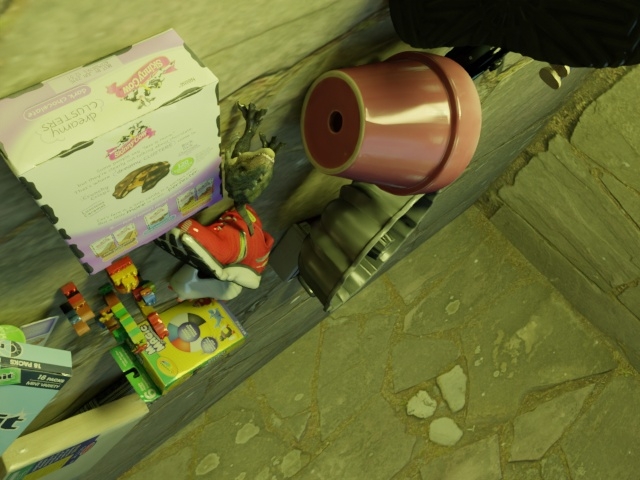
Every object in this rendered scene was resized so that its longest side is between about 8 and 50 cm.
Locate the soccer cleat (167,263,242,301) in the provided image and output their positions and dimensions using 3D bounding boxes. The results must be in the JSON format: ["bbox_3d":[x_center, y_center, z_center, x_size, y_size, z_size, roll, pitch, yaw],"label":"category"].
[{"bbox_3d":[-0.187,0.068,0.863,0.076,0.068,0.196,-47,162,14],"label":"soccer cleat"}]

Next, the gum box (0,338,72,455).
[{"bbox_3d":[-0.405,0.182,0.541,0.184,0.041,0.157,-45,136,16],"label":"gum box"}]

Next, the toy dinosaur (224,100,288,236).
[{"bbox_3d":[-0.082,-0.086,0.576,0.268,0.064,0.118,125,-20,-78],"label":"toy dinosaur"}]

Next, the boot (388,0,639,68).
[{"bbox_3d":[0.277,-0.293,0.526,0.260,0.348,0.131,-28,128,-30],"label":"boot"}]

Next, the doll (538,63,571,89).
[{"bbox_3d":[0.418,-0.307,0.708,0.189,0.046,0.129,-39,167,-1],"label":"doll"}]

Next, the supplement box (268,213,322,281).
[{"bbox_3d":[0.000,0.000,1.125,0.239,0.073,0.130,-22,157,-50],"label":"supplement box"}]

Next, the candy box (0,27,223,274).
[{"bbox_3d":[-0.178,-0.070,0.444,0.165,0.070,0.196,-34,165,-23],"label":"candy box"}]

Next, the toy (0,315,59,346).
[{"bbox_3d":[-0.428,0.194,0.626,0.137,0.056,0.237,-19,154,-51],"label":"toy"}]

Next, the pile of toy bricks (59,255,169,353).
[{"bbox_3d":[-0.276,0.115,0.683,0.118,0.105,0.212,-34,165,-25],"label":"pile of toy bricks"}]

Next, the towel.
[{"bbox_3d":[-0.427,0.369,1.173,0.312,0.056,0.324,-36,166,-18],"label":"towel"}]

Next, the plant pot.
[{"bbox_3d":[0.081,-0.157,0.654,0.180,0.201,0.201,-9,149,-37],"label":"plant pot"}]

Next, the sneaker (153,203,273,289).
[{"bbox_3d":[-0.147,-0.008,0.719,0.118,0.107,0.279,-63,165,-4],"label":"sneaker"}]

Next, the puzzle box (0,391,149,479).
[{"bbox_3d":[-0.567,0.468,1.007,0.409,0.052,0.272,-44,159,31],"label":"puzzle box"}]

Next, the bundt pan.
[{"bbox_3d":[0.081,-0.020,0.927,0.331,0.124,0.331,-45,166,-14],"label":"bundt pan"}]

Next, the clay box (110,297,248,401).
[{"bbox_3d":[-0.262,0.191,0.909,0.222,0.127,0.053,-28,161,-44],"label":"clay box"}]

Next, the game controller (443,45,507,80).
[{"bbox_3d":[0.186,-0.232,0.787,0.166,0.067,0.319,-27,176,-39],"label":"game controller"}]

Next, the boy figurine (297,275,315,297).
[{"bbox_3d":[0.067,0.045,1.413,0.285,0.092,0.177,-41,164,14],"label":"boy figurine"}]
